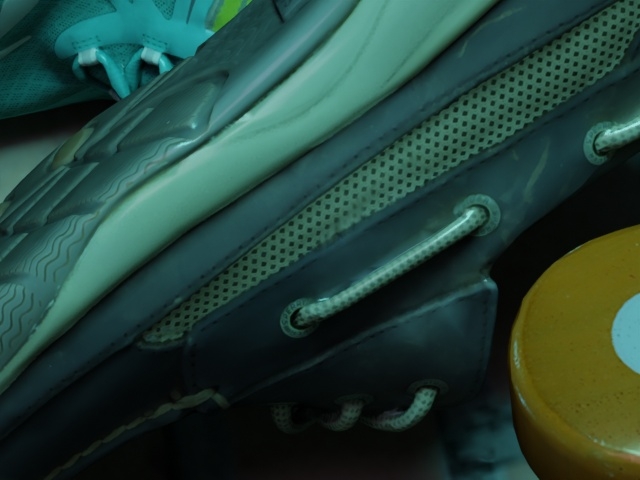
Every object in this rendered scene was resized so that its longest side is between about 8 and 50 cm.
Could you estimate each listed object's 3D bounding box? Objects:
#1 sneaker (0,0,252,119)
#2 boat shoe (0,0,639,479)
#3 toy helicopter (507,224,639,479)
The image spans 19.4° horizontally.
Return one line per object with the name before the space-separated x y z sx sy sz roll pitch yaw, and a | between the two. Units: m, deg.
sneaker | -0.024 -0.071 0.632 0.275 0.107 0.110 -8 69 7
boat shoe | 0.000 0.000 0.543 0.355 0.130 0.132 -41 15 13
toy helicopter | 0.219 0.013 0.520 0.235 0.140 0.355 18 52 27
